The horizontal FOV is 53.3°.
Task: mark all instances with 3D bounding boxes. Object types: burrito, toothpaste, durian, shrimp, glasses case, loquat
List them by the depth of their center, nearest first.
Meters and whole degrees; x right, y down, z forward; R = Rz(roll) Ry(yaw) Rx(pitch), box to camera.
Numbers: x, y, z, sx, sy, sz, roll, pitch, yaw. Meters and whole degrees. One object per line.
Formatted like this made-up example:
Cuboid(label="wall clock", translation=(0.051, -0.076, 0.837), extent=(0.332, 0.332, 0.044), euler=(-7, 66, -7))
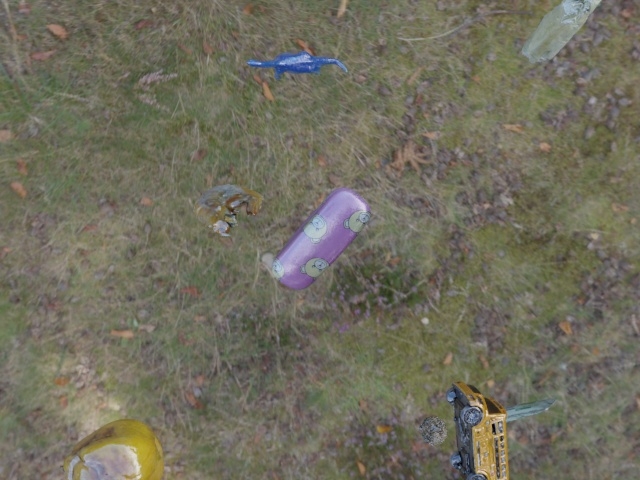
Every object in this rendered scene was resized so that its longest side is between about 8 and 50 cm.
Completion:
Cuboid(label="loquat", translation=(-0.282, 0.305, 0.869), extent=(0.137, 0.137, 0.113), euler=(-13, 74, -5))
Cuboid(label="burrito", translation=(0.394, -0.354, 1.058), extent=(0.058, 0.188, 0.045), euler=(44, 67, 5))
Cuboid(label="shrimp", translation=(-0.173, -0.066, 1.202), extent=(0.132, 0.187, 0.051), euler=(-24, 124, -5))
Cuboid(label="toothpaste", translation=(0.505, 0.439, 1.634), extent=(0.064, 0.218, 0.041), euler=(-20, 80, -42))
Cuboid(label="glasses case", translation=(0.000, 0.000, 1.646), extent=(0.123, 0.076, 0.316), euler=(37, 110, -16))
Cuboid(label="durian", translation=(0.311, 0.519, 1.743), extent=(0.080, 0.080, 0.091), euler=(-5, 154, -9))

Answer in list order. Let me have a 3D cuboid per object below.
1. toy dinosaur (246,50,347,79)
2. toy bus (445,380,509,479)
Cuboid(label="toy dinosaur", translation=(-0.055, -0.450, 1.626), extent=(0.248, 0.188, 0.075), euler=(2, 102, 2))
Cuboid(label="toy bus", translation=(0.277, 0.340, 1.112), extent=(0.088, 0.083, 0.194), euler=(-10, 105, -9))
